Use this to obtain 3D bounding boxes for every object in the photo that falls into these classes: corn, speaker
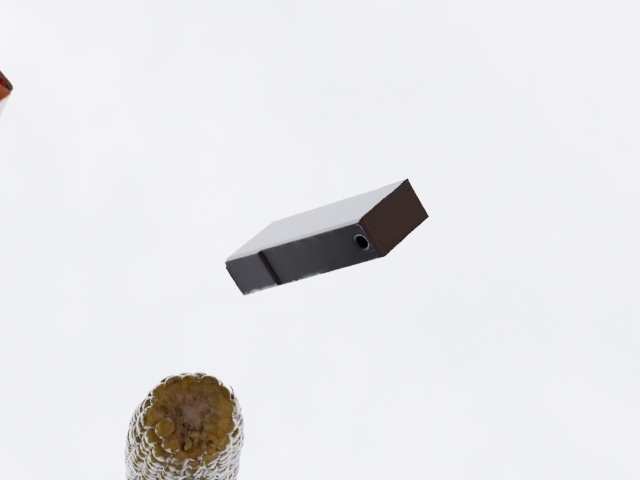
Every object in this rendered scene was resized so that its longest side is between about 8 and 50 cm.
[{"bbox_3d":[-0.127,0.197,1.031,0.115,0.318,0.115,3,-116,-6],"label":"corn"},{"bbox_3d":[0.000,0.000,1.085,0.082,0.218,0.044,-39,-76,-36],"label":"speaker"}]

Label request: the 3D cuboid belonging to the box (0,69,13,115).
[{"bbox_3d":[-0.516,-0.110,1.062,0.318,0.349,0.257,43,-127,-3],"label":"box"}]
